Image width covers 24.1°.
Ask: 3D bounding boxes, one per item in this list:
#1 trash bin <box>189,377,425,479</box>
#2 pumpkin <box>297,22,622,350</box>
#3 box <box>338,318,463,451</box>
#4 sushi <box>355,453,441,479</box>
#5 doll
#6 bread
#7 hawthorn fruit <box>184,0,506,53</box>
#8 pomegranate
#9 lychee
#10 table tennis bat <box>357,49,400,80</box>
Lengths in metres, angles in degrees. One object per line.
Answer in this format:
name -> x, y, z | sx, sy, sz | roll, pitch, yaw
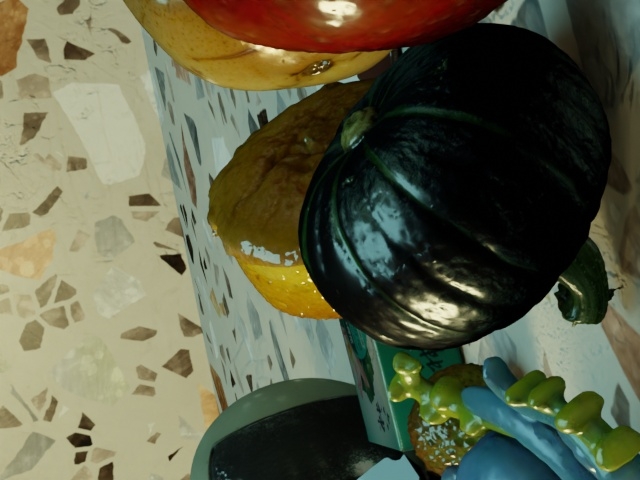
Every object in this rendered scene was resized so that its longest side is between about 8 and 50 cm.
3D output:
trash bin -> -0.008, 0.375, 1.891 | 0.432, 0.280, 0.280 | 86, 165, -49
pumpkin -> 0.121, -0.022, 1.079 | 0.248, 0.248, 0.248 | 166, 90, -78
box -> 0.080, 0.094, 1.599 | 0.153, 0.092, 0.245 | 160, 97, -77
sushi -> 0.102, 0.316, 1.598 | 0.172, 0.150, 0.153 | -42, 72, 26
doll -> 0.193, 0.231, 1.005 | 0.341, 0.099, 0.346 | 26, 150, 55
bread -> 0.012, -0.040, 1.444 | 0.146, 0.268, 0.268 | 65, 176, -35
hawthorn fruit -> -0.002, -0.250, 0.960 | 0.285, 0.369, 0.285 | 43, 147, 37
pomegranate -> -0.039, -0.286, 1.286 | 0.319, 0.319, 0.319 | 166, 90, -78
lychee -> 0.139, 0.171, 1.385 | 0.146, 0.114, 0.114 | 22, 128, 51
table tennis bat -> 0.058, -0.177, 1.568 | 0.130, 0.019, 0.220 | -127, 27, -59
